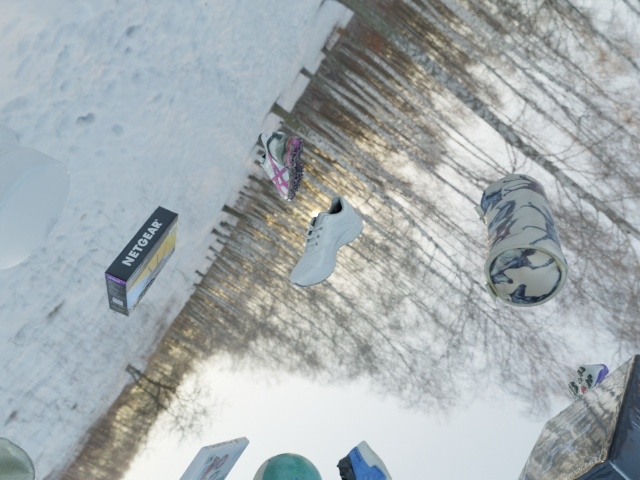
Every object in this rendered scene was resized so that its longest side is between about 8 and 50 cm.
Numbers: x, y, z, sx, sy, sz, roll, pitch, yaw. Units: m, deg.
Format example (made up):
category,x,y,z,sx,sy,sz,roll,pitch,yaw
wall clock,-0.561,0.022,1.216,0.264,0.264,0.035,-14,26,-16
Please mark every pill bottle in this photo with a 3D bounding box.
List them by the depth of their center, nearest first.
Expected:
category,x,y,z,sx,sy,sz,roll,pitch,yaw
pill bottle,-0.430,-0.087,0.438,0.162,0.278,0.162,-61,-170,18

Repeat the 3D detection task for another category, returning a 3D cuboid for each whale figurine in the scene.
category,x,y,z,sx,sy,sz,roll,pitch,yaw
whale figurine,-0.042,0.604,0.933,0.141,0.272,0.216,-26,172,19

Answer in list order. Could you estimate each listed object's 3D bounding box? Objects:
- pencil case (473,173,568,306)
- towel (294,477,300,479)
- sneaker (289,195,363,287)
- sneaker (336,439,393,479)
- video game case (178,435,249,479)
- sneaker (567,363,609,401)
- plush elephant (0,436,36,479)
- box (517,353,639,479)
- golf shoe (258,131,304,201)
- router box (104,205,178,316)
category,x,y,z,sx,sy,sz,roll,pitch,yaw
pencil case,0.478,-0.013,1.051,0.183,0.160,0.410,-39,-168,34
towel,0.015,0.556,0.684,0.034,0.209,0.285,-11,-170,-19
sneaker,0.000,0.000,1.152,0.111,0.129,0.297,3,-134,40
sneaker,0.086,0.462,0.840,0.084,0.152,0.058,-34,-148,-2
video game case,-0.187,0.381,0.661,0.157,0.019,0.143,-56,156,-6
sneaker,0.700,0.379,1.109,0.068,0.071,0.170,-106,-173,-47
plush elephant,-0.507,0.403,0.543,0.272,0.255,0.330,-51,164,-28
box,0.537,0.439,0.772,0.395,0.212,0.293,-18,143,-48
golf shoe,-0.079,-0.151,0.868,0.186,0.086,0.067,93,18,-58
router box,-0.340,0.039,0.825,0.133,0.046,0.179,118,-5,-50
